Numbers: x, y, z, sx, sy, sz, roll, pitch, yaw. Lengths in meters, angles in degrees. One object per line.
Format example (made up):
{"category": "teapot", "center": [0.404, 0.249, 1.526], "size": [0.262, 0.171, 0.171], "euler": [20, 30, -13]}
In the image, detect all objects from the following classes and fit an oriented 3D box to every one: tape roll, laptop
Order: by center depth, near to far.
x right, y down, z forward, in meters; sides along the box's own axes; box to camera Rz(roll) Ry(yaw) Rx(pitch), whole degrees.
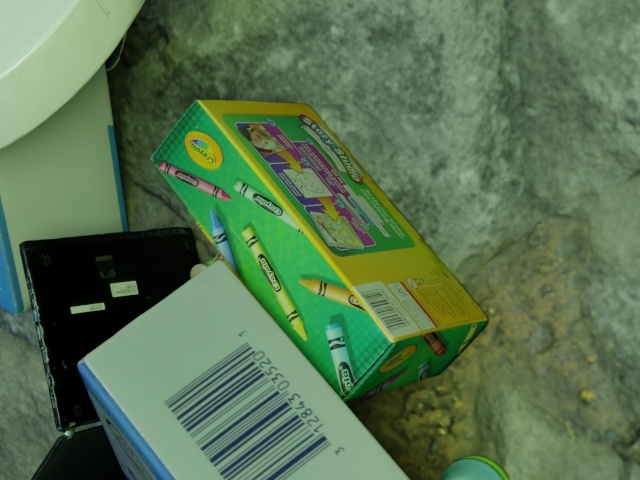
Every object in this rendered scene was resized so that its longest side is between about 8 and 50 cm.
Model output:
{"category": "tape roll", "center": [-0.323, -0.236, 1.146], "size": [0.392, 0.072, 0.392], "euler": [-9, 61, 16]}
{"category": "laptop", "center": [-0.213, 0.134, 1.274], "size": [0.137, 0.234, 0.264], "euler": [-15, 86, 33]}

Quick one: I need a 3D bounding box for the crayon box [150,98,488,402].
{"category": "crayon box", "center": [0.000, 0.000, 1.165], "size": [0.278, 0.165, 0.081], "euler": [51, 118, 20]}

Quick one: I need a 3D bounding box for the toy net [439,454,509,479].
{"category": "toy net", "center": [0.145, 0.309, 1.166], "size": [0.122, 0.045, 0.232], "euler": [10, 100, 31]}

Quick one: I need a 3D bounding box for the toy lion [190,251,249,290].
{"category": "toy lion", "center": [-0.064, 0.025, 1.292], "size": [0.096, 0.034, 0.100], "euler": [41, 114, 16]}

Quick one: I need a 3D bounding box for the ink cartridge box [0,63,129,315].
{"category": "ink cartridge box", "center": [-0.400, -0.142, 1.358], "size": [0.395, 0.166, 0.285], "euler": [25, 136, 30]}

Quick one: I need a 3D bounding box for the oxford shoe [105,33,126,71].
{"category": "oxford shoe", "center": [-0.189, -0.352, 1.294], "size": [0.146, 0.140, 0.397], "euler": [34, 121, 23]}

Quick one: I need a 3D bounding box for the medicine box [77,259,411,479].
{"category": "medicine box", "center": [-0.052, 0.206, 1.136], "size": [0.149, 0.289, 0.263], "euler": [-35, 67, -17]}
